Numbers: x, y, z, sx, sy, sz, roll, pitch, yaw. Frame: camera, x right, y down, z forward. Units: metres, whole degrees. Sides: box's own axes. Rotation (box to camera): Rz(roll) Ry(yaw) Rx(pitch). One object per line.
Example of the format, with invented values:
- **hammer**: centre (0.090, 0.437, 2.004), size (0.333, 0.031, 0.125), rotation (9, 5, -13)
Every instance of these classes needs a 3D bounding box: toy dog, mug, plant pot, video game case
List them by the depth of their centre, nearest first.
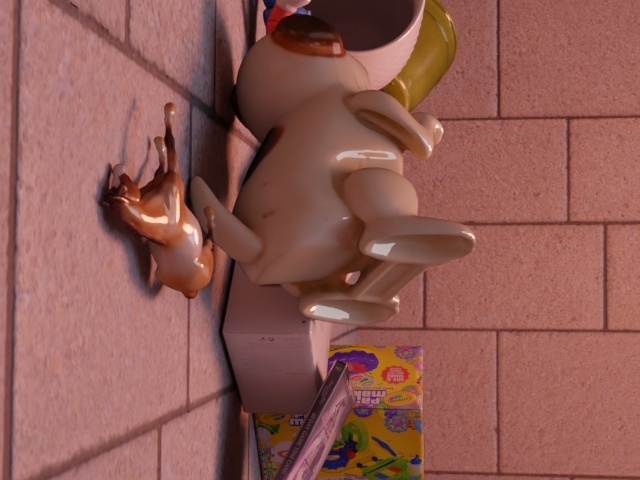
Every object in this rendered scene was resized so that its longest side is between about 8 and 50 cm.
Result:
- **toy dog**: centre (-0.014, -0.116, 1.443), size (0.284, 0.396, 0.407), rotation (121, -34, -53)
- **video game case**: centre (-0.021, 0.335, 1.548), size (0.274, 0.026, 0.196), rotation (-60, 163, -19)
- **mug**: centre (0.044, -0.411, 2.103), size (0.374, 0.276, 0.328), rotation (-57, 172, -12)
- **plant pot**: centre (0.176, -0.494, 2.859), size (0.353, 0.367, 0.366), rotation (-65, 157, -45)

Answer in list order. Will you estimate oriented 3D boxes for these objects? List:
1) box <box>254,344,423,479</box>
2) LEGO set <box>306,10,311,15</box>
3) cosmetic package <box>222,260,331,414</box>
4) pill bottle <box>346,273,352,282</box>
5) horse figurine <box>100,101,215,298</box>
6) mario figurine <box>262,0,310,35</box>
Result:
- **box**: centre (0.044, 0.350, 1.820), size (0.177, 0.290, 0.279), rotation (-79, 168, -56)
- **LEGO set**: centre (-0.049, -0.361, 1.901), size (0.093, 0.087, 0.227), rotation (-59, 149, -76)
- **cosmetic package**: centre (-0.061, 0.125, 1.594), size (0.224, 0.138, 0.224), rotation (81, 12, -47)
- **pill bottle**: centre (0.000, 0.000, 1.993), size (0.283, 0.160, 0.160), rotation (-77, 166, -62)
- **horse figurine**: centre (-0.161, -0.019, 1.093), size (0.263, 0.066, 0.174), rotation (78, 8, -48)
- **mario figurine**: centre (-0.027, -0.342, 1.706), size (0.198, 0.170, 0.320), rotation (5, 75, -49)
